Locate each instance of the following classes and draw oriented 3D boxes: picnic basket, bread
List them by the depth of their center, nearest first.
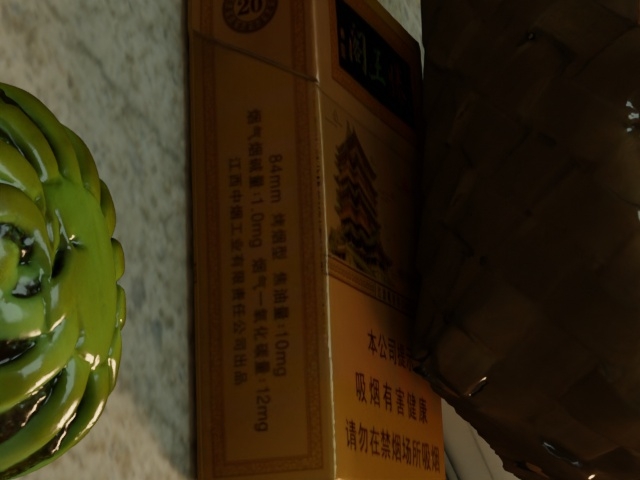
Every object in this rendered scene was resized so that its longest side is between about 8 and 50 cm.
[{"bbox_3d":[-0.111,0.013,0.552,0.130,0.071,0.139,18,66,-72],"label":"bread"},{"bbox_3d":[0.227,-0.025,0.894,0.293,0.337,0.337,48,39,-54],"label":"picnic basket"}]

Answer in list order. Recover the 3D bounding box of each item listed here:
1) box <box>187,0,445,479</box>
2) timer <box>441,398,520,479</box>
[{"bbox_3d":[0.000,0.000,0.840,0.174,0.076,0.274,32,53,-66],"label":"box"},{"bbox_3d":[0.100,0.057,1.081,0.178,0.078,0.253,-79,152,-44],"label":"timer"}]
